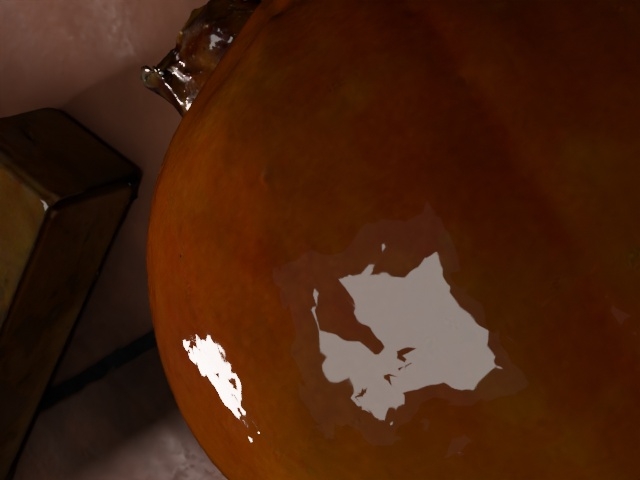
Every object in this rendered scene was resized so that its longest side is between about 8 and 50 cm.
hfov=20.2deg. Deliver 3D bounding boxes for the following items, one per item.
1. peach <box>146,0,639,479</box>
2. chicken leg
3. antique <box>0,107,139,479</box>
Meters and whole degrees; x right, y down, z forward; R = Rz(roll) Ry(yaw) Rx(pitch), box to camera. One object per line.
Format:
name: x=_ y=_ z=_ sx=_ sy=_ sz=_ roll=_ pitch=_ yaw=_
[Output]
peach: x=0.079 y=-0.003 z=0.840 sx=0.342 sy=0.343 sz=0.302 roll=-28 pitch=92 yaw=34
chicken leg: x=0.000 y=0.000 z=1.045 sx=0.113 sy=0.093 sz=0.304 roll=-13 pitch=104 yaw=51
antique: x=-0.226 y=0.066 z=1.188 sx=0.087 sy=0.093 sz=0.310 roll=37 pitch=119 yaw=19
